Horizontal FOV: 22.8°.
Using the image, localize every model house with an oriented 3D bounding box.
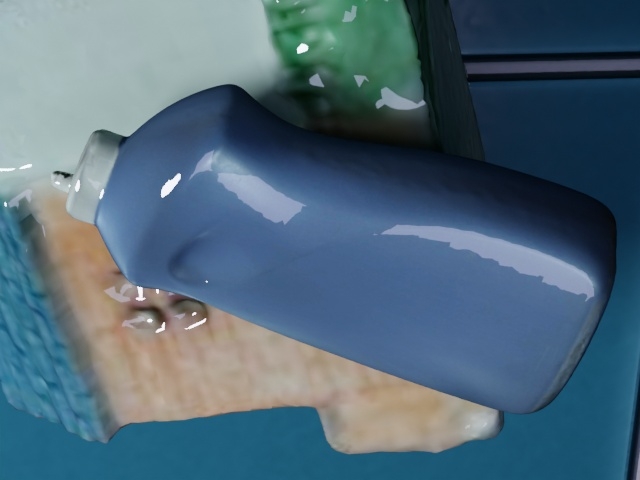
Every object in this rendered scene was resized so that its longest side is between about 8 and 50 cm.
[{"bbox_3d":[-0.099,-0.045,0.717,0.325,0.194,0.267,-11,119,9],"label":"model house"}]

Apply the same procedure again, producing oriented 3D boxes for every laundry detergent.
[{"bbox_3d":[0.000,-0.001,0.591,0.206,0.061,0.096,17,136,-2],"label":"laundry detergent"}]
